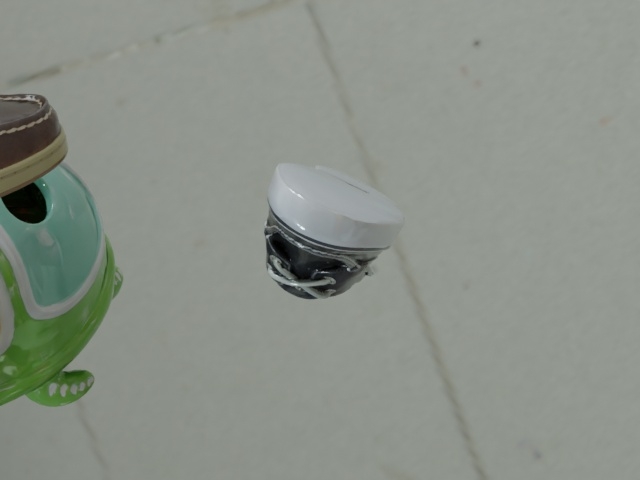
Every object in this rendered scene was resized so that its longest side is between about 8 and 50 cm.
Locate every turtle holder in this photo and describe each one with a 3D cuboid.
[{"bbox_3d":[-0.337,0.033,1.774,0.243,0.320,0.227,25,146,33],"label":"turtle holder"}]

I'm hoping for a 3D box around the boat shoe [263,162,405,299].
[{"bbox_3d":[0.000,0.000,1.581,0.108,0.301,0.102,26,95,1],"label":"boat shoe"}]

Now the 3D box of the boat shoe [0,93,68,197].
[{"bbox_3d":[-0.339,-0.081,1.315,0.123,0.342,0.123,-132,39,-63],"label":"boat shoe"}]
